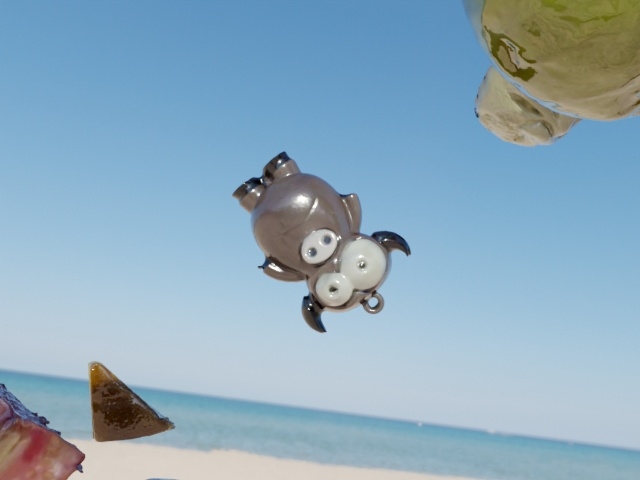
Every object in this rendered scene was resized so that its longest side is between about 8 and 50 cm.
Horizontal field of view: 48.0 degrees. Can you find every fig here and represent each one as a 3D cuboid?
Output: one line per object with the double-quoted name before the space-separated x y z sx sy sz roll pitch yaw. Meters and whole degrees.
"fig" 0.314 -0.300 0.724 0.343 0.344 0.343 7 -13 2

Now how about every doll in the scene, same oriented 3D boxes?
"doll" -0.001 -0.001 0.995 0.257 0.182 0.117 50 0 10

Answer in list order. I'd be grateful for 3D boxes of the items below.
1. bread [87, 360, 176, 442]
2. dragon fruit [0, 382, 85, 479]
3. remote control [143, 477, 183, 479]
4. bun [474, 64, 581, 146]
"bread" -0.201 0.173 0.712 0.109 0.062 0.043 41 -15 -12
"dragon fruit" -0.255 0.063 0.338 0.274 0.126 0.161 19 -30 42
"remote control" -0.037 0.175 0.347 0.047 0.087 0.244 16 -13 -38
"bun" 0.502 -0.338 1.535 0.211 0.359 0.360 45 -2 18
